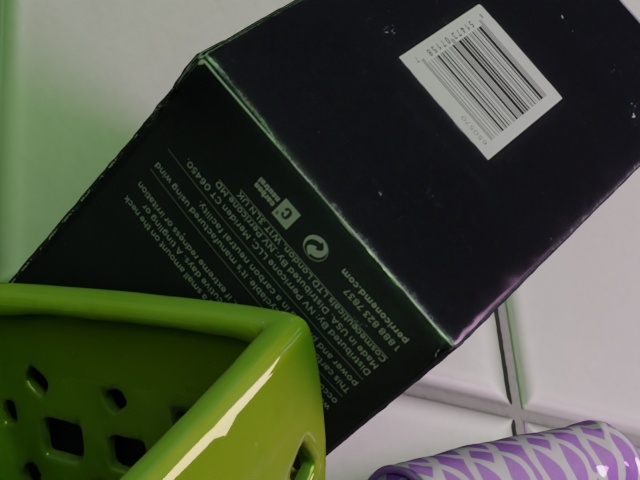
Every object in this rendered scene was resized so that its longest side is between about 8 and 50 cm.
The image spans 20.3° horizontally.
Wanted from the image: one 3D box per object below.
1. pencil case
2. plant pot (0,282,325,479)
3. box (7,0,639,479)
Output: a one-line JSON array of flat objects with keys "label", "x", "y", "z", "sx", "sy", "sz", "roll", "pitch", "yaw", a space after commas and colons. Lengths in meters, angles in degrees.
[{"label": "pencil case", "x": 0.119, "y": 0.172, "z": 1.152, "sx": 0.206, "sy": 0.086, "sz": 0.088, "roll": -8, "pitch": 99, "yaw": -37}, {"label": "plant pot", "x": -0.127, "y": 0.165, "z": 0.809, "sx": 0.227, "sy": 0.228, "sz": 0.207, "roll": -43, "pitch": 127, "yaw": -46}, {"label": "box", "x": 0.000, "y": 0.000, "z": 1.004, "sx": 0.179, "sy": 0.312, "sz": 0.343, "roll": 49, "pitch": 40, "yaw": 2}]
